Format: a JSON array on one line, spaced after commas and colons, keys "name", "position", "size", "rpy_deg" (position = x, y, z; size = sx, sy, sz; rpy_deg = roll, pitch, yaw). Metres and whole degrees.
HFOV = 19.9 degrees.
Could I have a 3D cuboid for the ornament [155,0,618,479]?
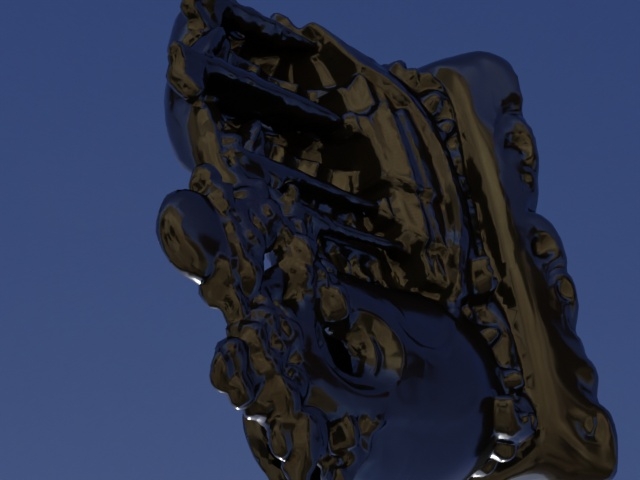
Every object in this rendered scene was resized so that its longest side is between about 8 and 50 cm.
[{"name": "ornament", "position": [0.000, 0.000, 0.722], "size": [0.106, 0.260, 0.251], "rpy_deg": [-28, -120, 27]}]
